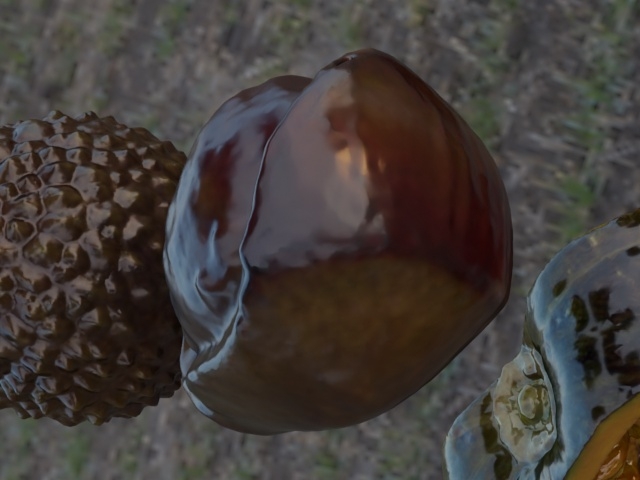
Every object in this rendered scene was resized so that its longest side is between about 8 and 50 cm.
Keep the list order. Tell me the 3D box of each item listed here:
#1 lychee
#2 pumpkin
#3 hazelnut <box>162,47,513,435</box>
[{"bbox_3d":[-0.144,0.019,1.188,0.200,0.238,0.200,-28,51,40],"label":"lychee"},{"bbox_3d":[0.225,0.119,1.337,0.139,0.222,0.317,62,143,40],"label":"pumpkin"},{"bbox_3d":[-0.003,0.006,0.885,0.201,0.160,0.170,-29,10,47],"label":"hazelnut"}]
